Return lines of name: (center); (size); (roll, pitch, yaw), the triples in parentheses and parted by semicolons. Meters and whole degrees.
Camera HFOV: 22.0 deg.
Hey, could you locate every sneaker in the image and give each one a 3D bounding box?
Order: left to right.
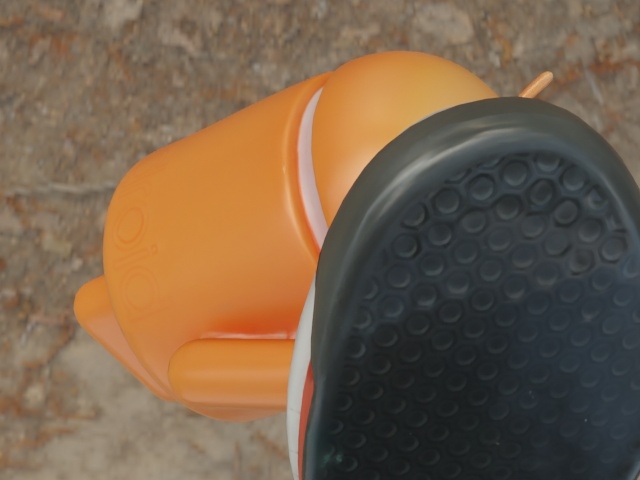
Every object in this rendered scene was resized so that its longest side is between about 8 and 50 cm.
sneaker: (0.034, 0.043, 0.462); (0.090, 0.145, 0.270); (-13, 131, -2)

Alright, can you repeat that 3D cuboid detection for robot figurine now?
robot figurine: (0.000, 0.002, 0.676); (0.219, 0.158, 0.128); (-22, 85, 34)
